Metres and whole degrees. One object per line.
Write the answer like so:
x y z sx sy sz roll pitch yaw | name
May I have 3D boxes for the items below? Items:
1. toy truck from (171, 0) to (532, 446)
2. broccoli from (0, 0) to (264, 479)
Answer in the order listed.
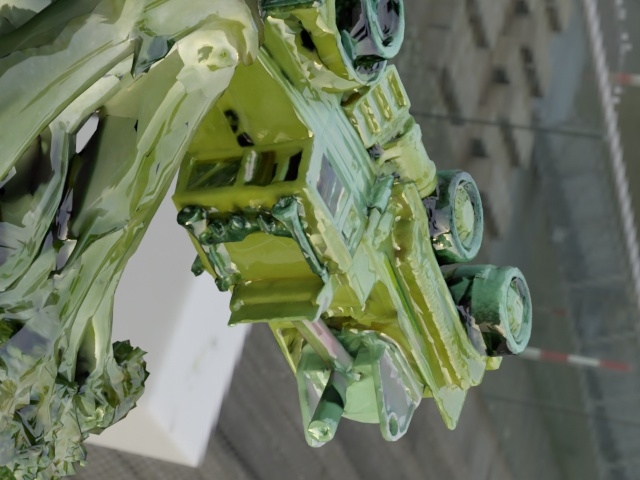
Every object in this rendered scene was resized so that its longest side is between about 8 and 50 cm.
0.000 -0.004 0.741 0.260 0.128 0.135 68 31 -33 | toy truck
-0.163 -0.064 0.629 0.321 0.283 0.304 56 11 -46 | broccoli
